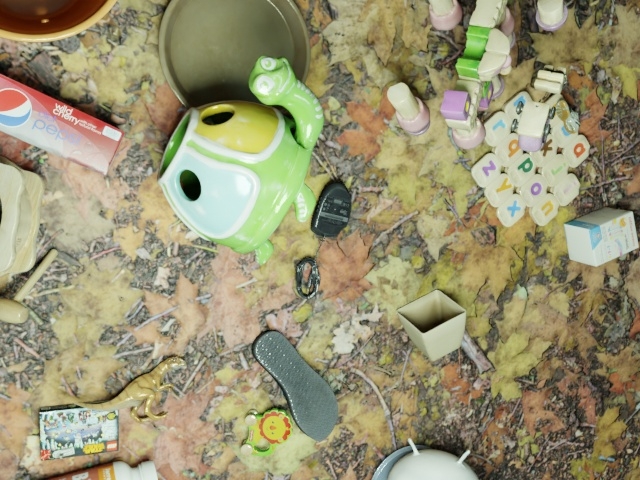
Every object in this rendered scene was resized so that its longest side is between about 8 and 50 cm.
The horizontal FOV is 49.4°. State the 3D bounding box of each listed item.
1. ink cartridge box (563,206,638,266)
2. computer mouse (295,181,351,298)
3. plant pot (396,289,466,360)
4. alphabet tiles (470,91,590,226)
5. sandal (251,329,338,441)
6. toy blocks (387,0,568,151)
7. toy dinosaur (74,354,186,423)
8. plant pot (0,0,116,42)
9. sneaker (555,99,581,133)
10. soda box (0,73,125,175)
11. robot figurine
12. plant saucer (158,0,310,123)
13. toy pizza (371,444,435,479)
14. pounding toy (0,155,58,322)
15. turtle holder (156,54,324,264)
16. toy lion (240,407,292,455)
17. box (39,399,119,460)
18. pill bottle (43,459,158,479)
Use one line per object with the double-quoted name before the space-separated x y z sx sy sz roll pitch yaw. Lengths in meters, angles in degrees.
"ink cartridge box" 0.647 -0.014 1.590 0.143 0.090 0.092 -21 106 -16
"computer mouse" 0.000 0.000 1.377 0.071 0.041 0.242 16 100 -24
"plant pot" 0.239 0.186 1.465 0.109 0.109 0.096 -25 119 -15
"alphabet tiles" 0.461 -0.176 1.527 0.278 0.021 0.284 -42 111 -9
"sandal" -0.047 0.286 1.403 0.097 0.054 0.255 -34 100 -20
"toy blocks" 0.325 -0.307 1.332 0.260 0.308 0.289 31 77 -65
"toy dinosaur" -0.341 0.286 1.280 0.211 0.064 0.112 -30 104 -34
"plant pot" -0.438 -0.437 1.033 0.290 0.203 0.291 -4 102 -21
"sneaker" 0.540 -0.274 1.515 0.037 0.032 0.083 -44 117 -24
"soda box" -0.458 -0.197 1.128 0.263 0.092 0.084 25 91 -24
"robot figurine" 0.227 0.589 1.440 0.299 0.200 0.354 5 97 4
"plant saucer" -0.153 -0.340 1.250 0.277 0.041 0.278 -4 101 -21
"toy pizza" 0.194 0.547 1.548 0.201 0.032 0.201 -3 100 -21
"pounding toy" -0.537 -0.006 1.146 0.154 0.155 0.270 7 88 6
"turtle holder" -0.128 -0.125 1.155 0.227 0.320 0.243 25 62 -22
"toy lion" -0.104 0.381 1.383 0.096 0.034 0.100 10 97 2
"box" -0.438 0.344 1.269 0.137 0.027 0.094 -2 101 -21
"pill bottle" -0.401 0.470 1.255 0.216 0.121 0.121 -11 103 -19
